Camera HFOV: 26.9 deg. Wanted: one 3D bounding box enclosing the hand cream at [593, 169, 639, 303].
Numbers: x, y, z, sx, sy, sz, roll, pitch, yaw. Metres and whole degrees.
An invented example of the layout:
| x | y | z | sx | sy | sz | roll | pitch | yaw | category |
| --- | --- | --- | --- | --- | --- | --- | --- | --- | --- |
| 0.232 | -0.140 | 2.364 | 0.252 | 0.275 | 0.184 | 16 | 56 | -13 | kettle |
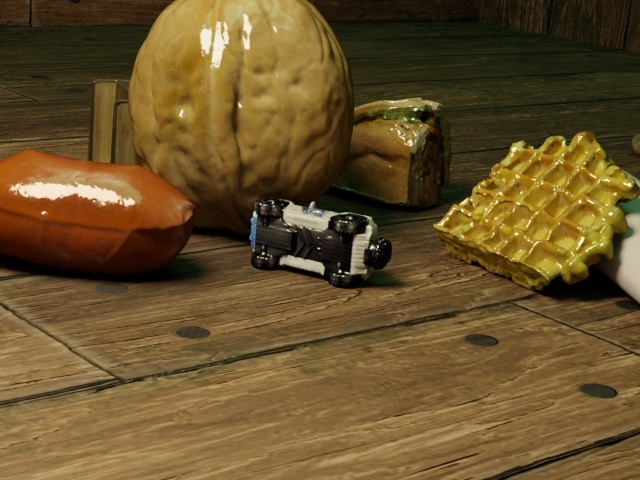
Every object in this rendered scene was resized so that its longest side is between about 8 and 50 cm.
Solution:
| x | y | z | sx | sy | sz | roll | pitch | yaw | category |
| --- | --- | --- | --- | --- | --- | --- | --- | --- | --- |
| 0.403 | 0.017 | 1.571 | 0.185 | 0.118 | 0.359 | -8 | 24 | -18 | hand cream |

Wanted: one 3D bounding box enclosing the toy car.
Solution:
| x | y | z | sx | sy | sz | roll | pitch | yaw | category |
| --- | --- | --- | --- | --- | --- | --- | --- | --- | --- |
| 0.000 | 0.000 | 1.544 | 0.170 | 0.080 | 0.070 | 12 | 17 | 24 | toy car |

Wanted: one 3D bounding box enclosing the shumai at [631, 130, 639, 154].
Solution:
| x | y | z | sx | sy | sz | roll | pitch | yaw | category |
| --- | --- | --- | --- | --- | --- | --- | --- | --- | --- |
| 0.654 | -0.201 | 2.394 | 0.201 | 0.120 | 0.201 | 2 | 17 | -1 | shumai |

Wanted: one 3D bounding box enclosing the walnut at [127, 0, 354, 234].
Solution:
| x | y | z | sx | sy | sz | roll | pitch | yaw | category |
| --- | --- | --- | --- | --- | --- | --- | --- | --- | --- |
| -0.099 | -0.162 | 1.671 | 0.277 | 0.313 | 0.252 | -8 | 8 | -17 | walnut |

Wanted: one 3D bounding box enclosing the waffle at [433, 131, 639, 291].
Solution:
| x | y | z | sx | sy | sz | roll | pitch | yaw | category |
| --- | --- | --- | --- | --- | --- | --- | --- | --- | --- |
| 0.284 | -0.043 | 1.609 | 0.219 | 0.057 | 0.229 | -46 | 38 | -16 | waffle |

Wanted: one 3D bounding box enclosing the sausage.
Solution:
| x | y | z | sx | sy | sz | roll | pitch | yaw | category |
| --- | --- | --- | --- | --- | --- | --- | --- | --- | --- |
| -0.270 | -0.027 | 1.484 | 0.258 | 0.133 | 0.133 | 9 | 16 | 0 | sausage |

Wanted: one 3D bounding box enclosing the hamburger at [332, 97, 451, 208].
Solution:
| x | y | z | sx | sy | sz | roll | pitch | yaw | category |
| --- | --- | --- | --- | --- | --- | --- | --- | --- | --- |
| 0.085 | -0.133 | 1.941 | 0.207 | 0.155 | 0.135 | 7 | 10 | 34 | hamburger |

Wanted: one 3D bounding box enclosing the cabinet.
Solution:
| x | y | z | sx | sy | sz | roll | pitch | yaw | category |
| --- | --- | --- | --- | --- | --- | --- | --- | --- | --- |
| -0.203 | -0.145 | 1.875 | 0.215 | 0.148 | 0.175 | 0 | 16 | -20 | cabinet |
